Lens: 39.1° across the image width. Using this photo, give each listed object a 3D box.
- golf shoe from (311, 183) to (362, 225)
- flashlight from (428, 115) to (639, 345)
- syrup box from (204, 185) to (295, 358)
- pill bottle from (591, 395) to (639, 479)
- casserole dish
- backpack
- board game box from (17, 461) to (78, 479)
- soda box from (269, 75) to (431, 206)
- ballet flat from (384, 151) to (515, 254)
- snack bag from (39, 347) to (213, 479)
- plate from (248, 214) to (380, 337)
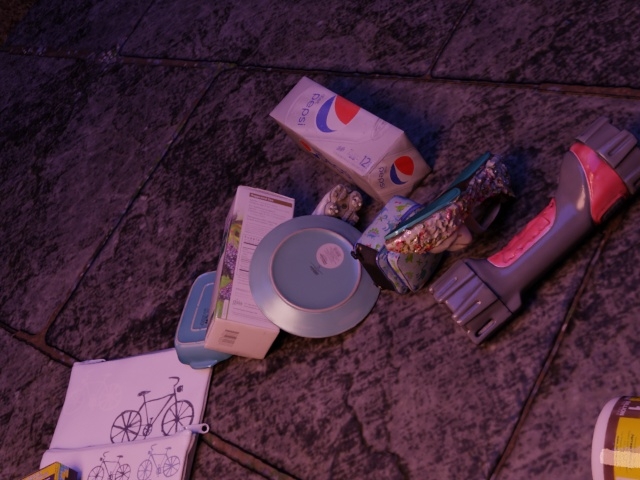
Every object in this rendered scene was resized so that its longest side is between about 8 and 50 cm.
[{"bbox_3d":[0.000,0.000,1.350,0.176,0.069,0.086,-59,17,-13],"label":"golf shoe"},{"bbox_3d":[0.266,-0.016,1.108,0.304,0.103,0.103,-42,18,5],"label":"flashlight"},{"bbox_3d":[-0.103,0.044,1.330,0.093,0.096,0.237,120,160,-52],"label":"syrup box"},{"bbox_3d":[0.371,0.208,0.829,0.214,0.117,0.117,-2,57,37],"label":"pill bottle"},{"bbox_3d":[-0.165,0.110,1.378,0.114,0.037,0.188,-10,46,24],"label":"casserole dish"},{"bbox_3d":[0.114,0.006,1.208,0.084,0.105,0.114,20,69,40],"label":"backpack"},{"bbox_3d":[-0.433,0.419,1.308,0.170,0.048,0.141,-28,42,21],"label":"board game box"},{"bbox_3d":[0.040,-0.156,1.400,0.091,0.098,0.286,-47,41,-3],"label":"soda box"},{"bbox_3d":[0.177,-0.034,1.144,0.241,0.077,0.091,-38,5,-36],"label":"ballet flat"},{"bbox_3d":[-0.304,0.309,1.351,0.323,0.037,0.343,-13,50,31],"label":"snack bag"},{"bbox_3d":[-0.007,0.044,1.257,0.188,0.024,0.188,0,64,0],"label":"plate"}]
